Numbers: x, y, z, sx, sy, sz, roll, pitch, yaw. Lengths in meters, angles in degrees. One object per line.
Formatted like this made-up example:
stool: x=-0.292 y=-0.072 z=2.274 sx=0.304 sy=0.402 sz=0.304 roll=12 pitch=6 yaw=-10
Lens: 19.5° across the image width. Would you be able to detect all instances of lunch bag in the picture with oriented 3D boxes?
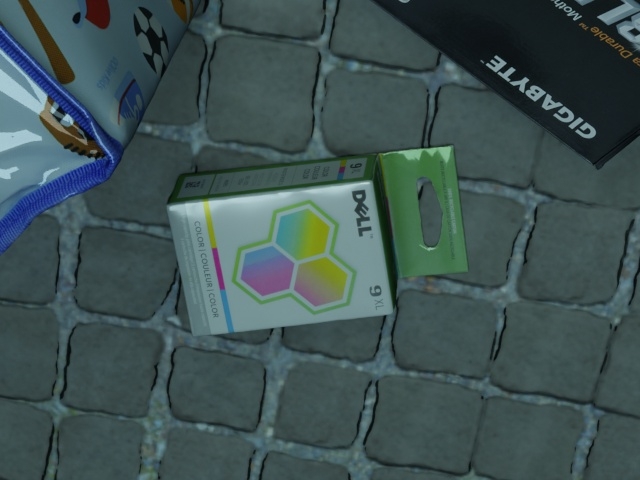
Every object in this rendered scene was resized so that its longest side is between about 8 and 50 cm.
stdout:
lunch bag: x=-0.291 y=-0.192 z=1.168 sx=0.239 sy=0.328 sz=0.385 roll=-36 pitch=109 yaw=21

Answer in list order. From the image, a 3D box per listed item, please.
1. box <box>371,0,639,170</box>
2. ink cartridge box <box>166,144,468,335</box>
box: x=0.165 y=-0.217 z=1.193 sx=0.295 sy=0.073 sz=0.293 roll=36 pitch=135 yaw=-13
ink cartridge box: x=0.000 y=0.000 z=1.374 sx=0.209 sy=0.062 sz=0.109 roll=-6 pitch=113 yaw=7
